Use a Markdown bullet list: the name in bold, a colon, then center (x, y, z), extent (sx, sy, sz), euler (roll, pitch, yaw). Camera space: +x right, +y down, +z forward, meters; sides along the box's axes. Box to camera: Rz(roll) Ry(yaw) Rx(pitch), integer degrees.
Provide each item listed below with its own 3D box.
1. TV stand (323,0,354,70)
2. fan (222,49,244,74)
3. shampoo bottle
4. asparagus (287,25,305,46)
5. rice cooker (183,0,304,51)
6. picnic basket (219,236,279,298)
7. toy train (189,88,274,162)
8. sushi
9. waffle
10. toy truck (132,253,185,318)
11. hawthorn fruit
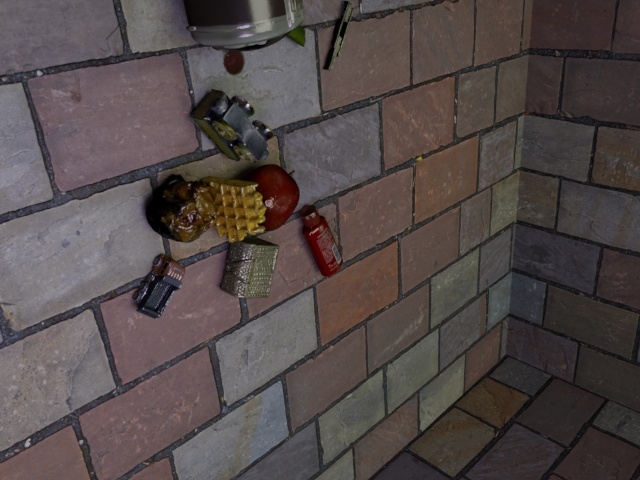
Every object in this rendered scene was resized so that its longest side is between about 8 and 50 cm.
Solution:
- **TV stand**: center (0.063, -0.733, 2.119), extent (0.042, 0.036, 0.249), euler (13, 95, -50)
- **fan**: center (-0.285, -0.576, 1.839), extent (0.133, 0.005, 0.085), euler (39, 77, -48)
- **shampoo bottle**: center (0.000, 0.000, 2.315), extent (0.118, 0.076, 0.314), euler (-45, 132, -24)
- **asparagus**: center (-0.136, -0.711, 1.902), extent (0.278, 0.060, 0.067), euler (13, 85, -49)
- **rice cooker**: center (-0.220, -0.694, 1.628), extent (0.335, 0.335, 0.325), euler (-30, 124, -35)
- **picnic basket**: center (-0.255, 0.091, 2.042), extent (0.154, 0.134, 0.196), euler (3, 104, -46)
- **toy train**: center (-0.265, -0.349, 1.823), extent (0.134, 0.178, 0.261), euler (-55, 137, -15)
- **sushi**: center (-0.401, -0.094, 1.761), extent (0.213, 0.204, 0.199), euler (38, 73, -52)
- **waffle**: center (-0.271, -0.087, 1.889), extent (0.057, 0.229, 0.219), euler (-44, 138, -51)
- **toy truck**: center (-0.500, 0.145, 1.834), extent (0.083, 0.092, 0.192), euler (38, 77, -46)
- **hawthorn fruit**: center (-0.172, -0.154, 1.992), extent (0.249, 0.215, 0.215), euler (-52, 136, -25)
